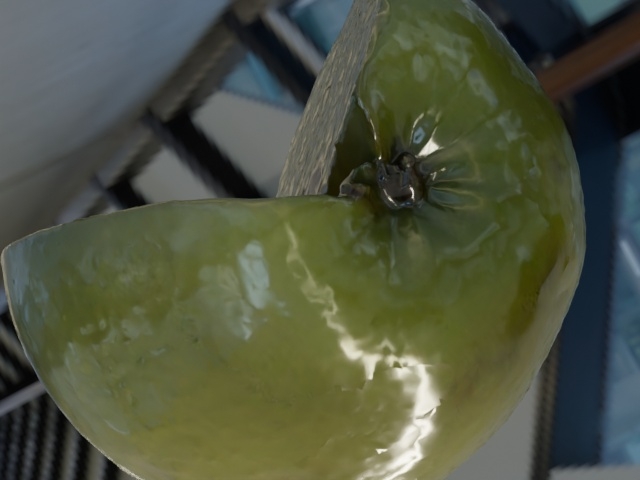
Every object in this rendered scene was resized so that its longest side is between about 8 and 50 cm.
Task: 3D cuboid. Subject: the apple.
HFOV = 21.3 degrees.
[{"bbox_3d":[0.008,0.019,0.877,0.295,0.233,0.258,-40,-173,-24],"label":"apple"}]
